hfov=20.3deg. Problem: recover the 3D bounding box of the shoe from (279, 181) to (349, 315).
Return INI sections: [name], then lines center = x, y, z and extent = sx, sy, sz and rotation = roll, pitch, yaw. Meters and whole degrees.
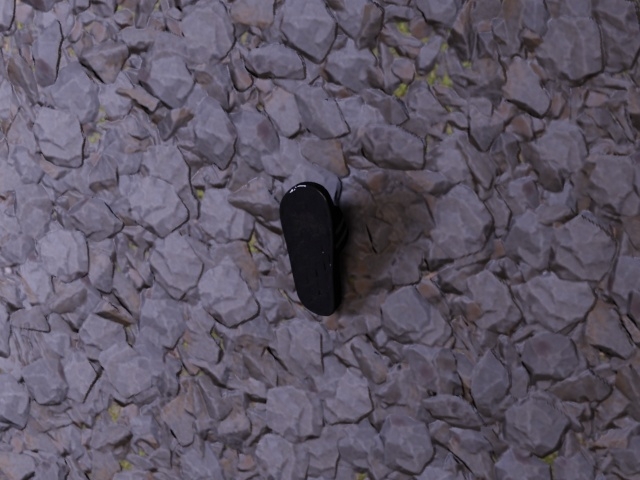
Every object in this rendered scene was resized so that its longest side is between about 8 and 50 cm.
[shoe]
center = 0.000, 0.000, 1.964
extent = 0.071, 0.049, 0.179
rotation = 17, 133, 28
